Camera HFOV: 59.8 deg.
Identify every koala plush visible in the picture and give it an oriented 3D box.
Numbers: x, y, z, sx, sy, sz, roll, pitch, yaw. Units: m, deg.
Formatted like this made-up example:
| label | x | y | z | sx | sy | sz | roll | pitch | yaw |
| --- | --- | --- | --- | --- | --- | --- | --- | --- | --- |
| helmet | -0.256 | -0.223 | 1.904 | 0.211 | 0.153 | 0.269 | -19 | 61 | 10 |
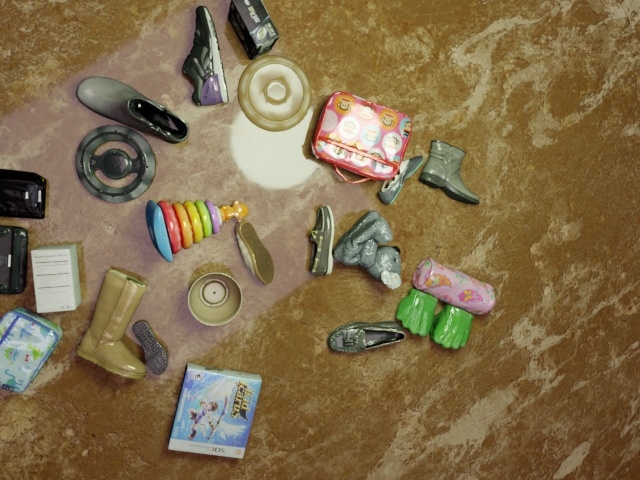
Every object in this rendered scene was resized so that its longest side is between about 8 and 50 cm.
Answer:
| label | x | y | z | sx | sy | sz | roll | pitch | yaw |
| --- | --- | --- | --- | --- | --- | --- | --- | --- | --- |
| koala plush | 0.177 | 0.053 | 1.800 | 0.203 | 0.196 | 0.221 | -41 | 104 | 6 |

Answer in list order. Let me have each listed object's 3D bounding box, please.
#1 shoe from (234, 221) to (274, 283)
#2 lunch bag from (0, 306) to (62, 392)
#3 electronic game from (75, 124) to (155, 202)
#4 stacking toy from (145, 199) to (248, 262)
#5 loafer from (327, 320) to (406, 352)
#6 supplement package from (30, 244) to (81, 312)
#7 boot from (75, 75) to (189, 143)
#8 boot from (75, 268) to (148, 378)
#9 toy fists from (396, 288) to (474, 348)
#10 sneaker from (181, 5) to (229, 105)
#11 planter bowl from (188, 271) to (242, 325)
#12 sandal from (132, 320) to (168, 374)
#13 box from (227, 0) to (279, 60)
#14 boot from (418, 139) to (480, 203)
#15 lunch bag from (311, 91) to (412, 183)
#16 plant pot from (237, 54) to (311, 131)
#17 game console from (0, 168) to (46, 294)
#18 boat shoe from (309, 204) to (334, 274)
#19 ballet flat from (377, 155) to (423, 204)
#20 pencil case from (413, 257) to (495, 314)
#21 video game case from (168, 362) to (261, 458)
| label | x | y | z | sx | sy | sz | roll | pitch | yaw |
| --- | --- | --- | --- | --- | --- | --- | --- | --- | --- |
| shoe | -0.211 | 0.039 | 1.769 | 0.076 | 0.058 | 0.219 | -35 | 110 | -39 |
| lunch bag | -0.884 | 0.317 | 1.620 | 0.176 | 0.090 | 0.219 | 35 | 87 | -12 |
| electronic game | -0.604 | -0.226 | 1.642 | 0.229 | 0.048 | 0.230 | -1 | 98 | -5 |
| stacking toy | -0.361 | -0.063 | 1.680 | 0.301 | 0.165 | 0.175 | -17 | 110 | -22 |
| loafer | 0.158 | 0.323 | 1.869 | 0.267 | 0.084 | 0.096 | -8 | 98 | -12 |
| supplement package | -0.764 | 0.107 | 1.613 | 0.105 | 0.105 | 0.180 | -4 | 97 | -13 |
| boot | -0.523 | -0.377 | 1.554 | 0.338 | 0.222 | 0.118 | 20 | 92 | -15 |
| boot | -0.587 | 0.254 | 1.670 | 0.236 | 0.089 | 0.270 | 24 | 90 | -4 |
| toy fists | 0.390 | 0.278 | 1.917 | 0.279 | 0.096 | 0.142 | 25 | 80 | -13 |
| sneaker | -0.356 | -0.542 | 1.640 | 0.124 | 0.107 | 0.284 | -11 | 99 | -6 |
| planter bowl | -0.327 | 0.172 | 1.723 | 0.161 | 0.109 | 0.162 | -1 | 96 | -13 |
| sandal | -0.527 | 0.332 | 1.736 | 0.067 | 0.040 | 0.179 | -26 | 87 | -15 |
| box | -0.198 | -0.626 | 1.624 | 0.077 | 0.180 | 0.147 | -30 | 103 | -8 |
| boot | 0.462 | -0.232 | 1.884 | 0.246 | 0.083 | 0.161 | 25 | 84 | -16 |
| lunch bag | 0.122 | -0.310 | 1.764 | 0.292 | 0.120 | 0.258 | 18 | 93 | -6 |
| plant pot | -0.139 | -0.460 | 1.735 | 0.236 | 0.032 | 0.237 | -2 | 97 | -14 |
| game console | -0.913 | -0.024 | 1.597 | 0.213 | 0.044 | 0.362 | 5 | 95 | -12 |
| boat shoe | 0.000 | 0.000 | 1.796 | 0.068 | 0.081 | 0.228 | -2 | 99 | -17 |
| ballet flat | 0.260 | -0.215 | 1.841 | 0.074 | 0.074 | 0.203 | 37 | 89 | -15 |
| pencil case | 0.461 | 0.160 | 1.910 | 0.284 | 0.124 | 0.124 | 22 | 91 | -16 |
| video game case | -0.339 | 0.550 | 1.790 | 0.244 | 0.061 | 0.270 | 13 | 93 | -16 |
